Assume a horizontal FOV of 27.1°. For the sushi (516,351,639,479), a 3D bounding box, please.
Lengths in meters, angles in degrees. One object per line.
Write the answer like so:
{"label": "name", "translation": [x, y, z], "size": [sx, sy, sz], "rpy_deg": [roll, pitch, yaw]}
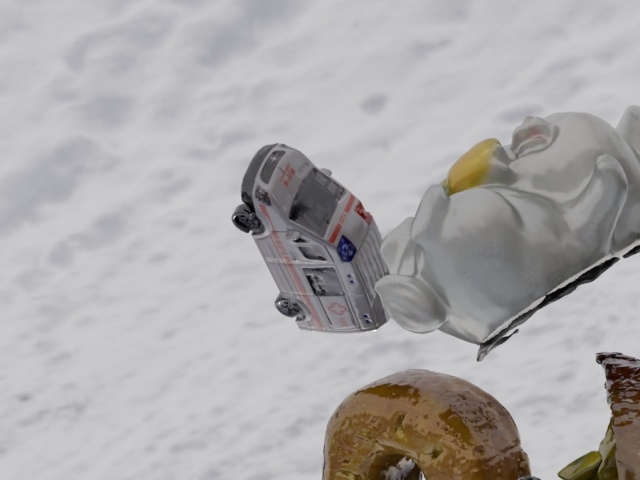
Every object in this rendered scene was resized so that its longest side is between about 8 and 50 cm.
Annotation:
{"label": "sushi", "translation": [0.238, 0.215, 0.954], "size": [0.179, 0.296, 0.167], "rpy_deg": [-3, 166, 18]}

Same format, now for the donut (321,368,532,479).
{"label": "donut", "translation": [0.097, 0.233, 1.258], "size": [0.227, 0.226, 0.114], "rpy_deg": [-35, 161, 36]}

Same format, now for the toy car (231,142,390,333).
{"label": "toy car", "translation": [0.000, 0.000, 1.255], "size": [0.108, 0.089, 0.209], "rpy_deg": [7, 140, 30]}

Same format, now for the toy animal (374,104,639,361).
{"label": "toy animal", "translation": [0.185, -0.019, 1.123], "size": [0.208, 0.154, 0.325], "rpy_deg": [-38, 170, 35]}
